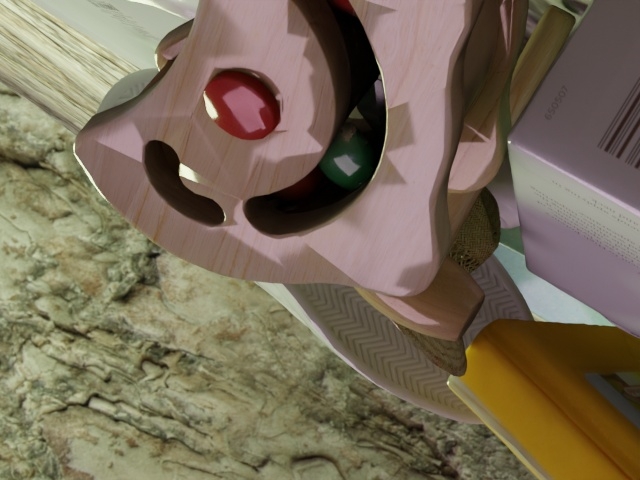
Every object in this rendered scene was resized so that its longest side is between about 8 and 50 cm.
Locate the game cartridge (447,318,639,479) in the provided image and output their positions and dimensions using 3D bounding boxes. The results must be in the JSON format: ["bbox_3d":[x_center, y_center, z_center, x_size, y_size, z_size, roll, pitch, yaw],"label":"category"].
[{"bbox_3d":[0.254,0.161,0.808,0.324,0.052,0.285,43,-160,31],"label":"game cartridge"}]

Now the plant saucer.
[{"bbox_3d":[0.171,0.028,1.057,0.195,0.037,0.195,34,174,4],"label":"plant saucer"}]

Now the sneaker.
[{"bbox_3d":[0.000,0.000,0.935,0.292,0.108,0.169,37,177,-1],"label":"sneaker"}]

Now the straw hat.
[{"bbox_3d":[0.053,-0.011,0.743,0.144,0.061,0.144,51,-167,-17],"label":"straw hat"}]

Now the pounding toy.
[{"bbox_3d":[0.006,-0.080,0.596,0.154,0.155,0.269,21,139,16],"label":"pounding toy"}]

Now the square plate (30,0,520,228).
[{"bbox_3d":[-0.031,-0.100,0.872,0.344,0.049,0.347,29,175,-36],"label":"square plate"}]

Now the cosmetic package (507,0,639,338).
[{"bbox_3d":[0.150,-0.015,0.638,0.117,0.085,0.231,32,175,14],"label":"cosmetic package"}]
